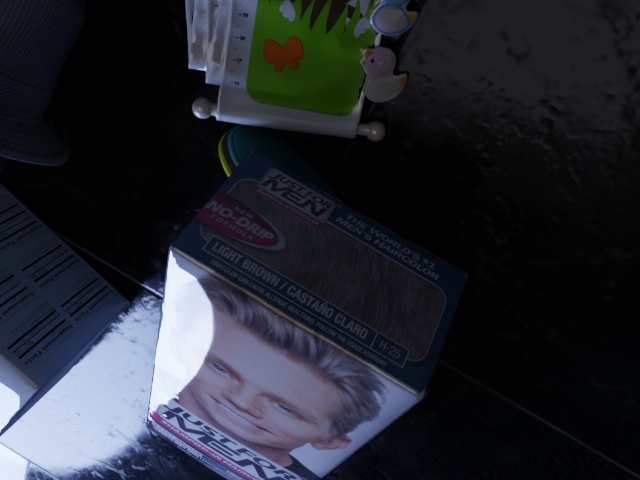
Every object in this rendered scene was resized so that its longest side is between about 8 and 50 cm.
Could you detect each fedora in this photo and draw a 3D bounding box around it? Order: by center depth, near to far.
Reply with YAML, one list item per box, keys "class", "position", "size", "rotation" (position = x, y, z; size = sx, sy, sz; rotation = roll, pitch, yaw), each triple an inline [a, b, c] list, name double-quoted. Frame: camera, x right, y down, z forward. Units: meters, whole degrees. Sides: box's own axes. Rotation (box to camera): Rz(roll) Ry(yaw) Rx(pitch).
- class: "fedora"
  position: [-0.273, -0.192, 0.416]
  size: [0.275, 0.244, 0.124]
  rotation: [41, 96, 6]

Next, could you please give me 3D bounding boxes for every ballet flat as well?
- class: "ballet flat"
  position: [0.000, 0.000, 0.478]
  size: [0.231, 0.077, 0.077]
  rotation: [37, 138, -3]

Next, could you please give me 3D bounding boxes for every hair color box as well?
- class: "hair color box"
  position: [-0.043, 0.108, 0.478]
  size: [0.174, 0.105, 0.347]
  rotation: [30, 141, 3]

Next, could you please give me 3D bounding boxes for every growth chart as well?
- class: "growth chart"
  position: [-0.017, -0.172, 0.371]
  size: [0.172, 0.021, 0.237]
  rotation: [0, 129, -2]

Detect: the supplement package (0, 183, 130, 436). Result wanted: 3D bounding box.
- class: "supplement package"
  position: [-0.367, 0.085, 0.622]
  size: [0.203, 0.149, 0.194]
  rotation: [45, 124, -7]
